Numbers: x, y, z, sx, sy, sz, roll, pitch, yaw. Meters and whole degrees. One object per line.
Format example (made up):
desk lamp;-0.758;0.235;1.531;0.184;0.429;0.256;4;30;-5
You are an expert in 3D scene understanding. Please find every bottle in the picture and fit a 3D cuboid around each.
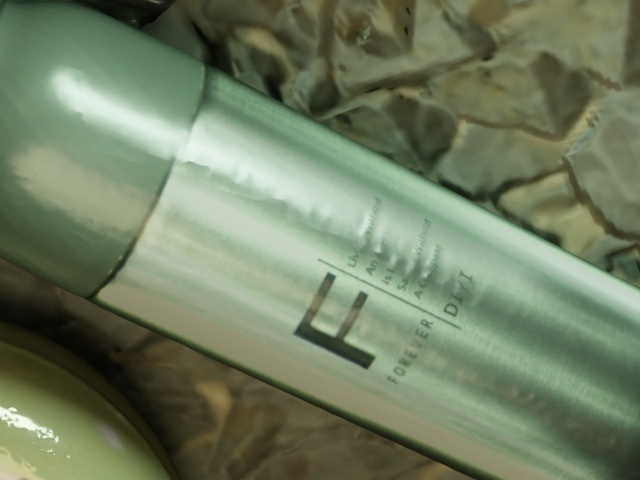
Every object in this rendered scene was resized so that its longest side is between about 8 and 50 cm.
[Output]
bottle;0.000;0.000;0.537;0.254;0.079;0.096;26;81;-15

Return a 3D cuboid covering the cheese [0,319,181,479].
cheese;-0.114;0.063;0.577;0.163;0.070;0.248;8;117;0
